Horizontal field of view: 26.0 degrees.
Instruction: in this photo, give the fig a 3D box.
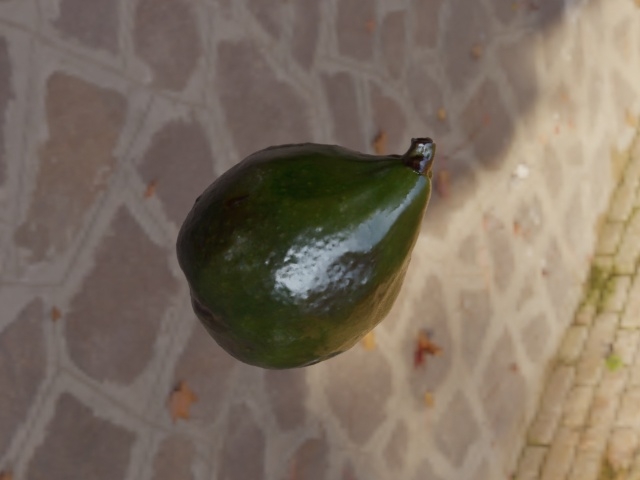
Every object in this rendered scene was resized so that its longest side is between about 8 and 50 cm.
[{"bbox_3d":[0.000,0.000,1.156,0.195,0.245,0.195,38,37,-38],"label":"fig"}]
